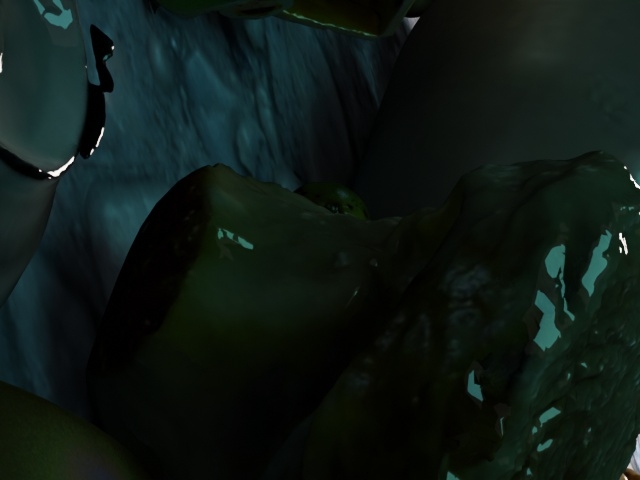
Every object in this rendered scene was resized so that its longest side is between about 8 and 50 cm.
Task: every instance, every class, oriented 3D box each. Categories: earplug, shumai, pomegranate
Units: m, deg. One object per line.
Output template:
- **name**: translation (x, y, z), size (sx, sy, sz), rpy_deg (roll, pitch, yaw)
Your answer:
- **earplug**: translation (0.181, -0.024, 1.545), size (0.394, 0.313, 0.312), rpy_deg (-69, 140, -62)
- **shumai**: translation (0.017, 0.080, 1.044), size (0.309, 0.263, 0.304), rpy_deg (-55, 157, -22)
- **pomegranate**: translation (0.001, 0.002, 1.365), size (0.073, 0.073, 0.084), rpy_deg (-76, 170, -59)

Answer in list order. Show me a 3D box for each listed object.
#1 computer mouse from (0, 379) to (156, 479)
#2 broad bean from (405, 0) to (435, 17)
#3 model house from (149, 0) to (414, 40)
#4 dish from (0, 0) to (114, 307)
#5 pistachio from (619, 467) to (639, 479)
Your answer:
- **computer mouse**: translation (-0.111, 0.160, 0.848), size (0.310, 0.072, 0.158), rpy_deg (48, 32, -57)
- **broad bean**: translation (0.071, -0.331, 1.839), size (0.189, 0.121, 0.263), rpy_deg (56, 39, -67)
- **model house**: translation (0.071, -0.279, 1.379), size (0.323, 0.340, 0.300), rpy_deg (40, 39, -69)
- **dish**: translation (-0.172, -0.094, 0.814), size (0.316, 0.106, 0.316), rpy_deg (-16, 90, -73)
- **pistachio**: translation (0.240, 0.268, 1.764), size (0.215, 0.144, 0.144), rpy_deg (-94, 161, -55)
